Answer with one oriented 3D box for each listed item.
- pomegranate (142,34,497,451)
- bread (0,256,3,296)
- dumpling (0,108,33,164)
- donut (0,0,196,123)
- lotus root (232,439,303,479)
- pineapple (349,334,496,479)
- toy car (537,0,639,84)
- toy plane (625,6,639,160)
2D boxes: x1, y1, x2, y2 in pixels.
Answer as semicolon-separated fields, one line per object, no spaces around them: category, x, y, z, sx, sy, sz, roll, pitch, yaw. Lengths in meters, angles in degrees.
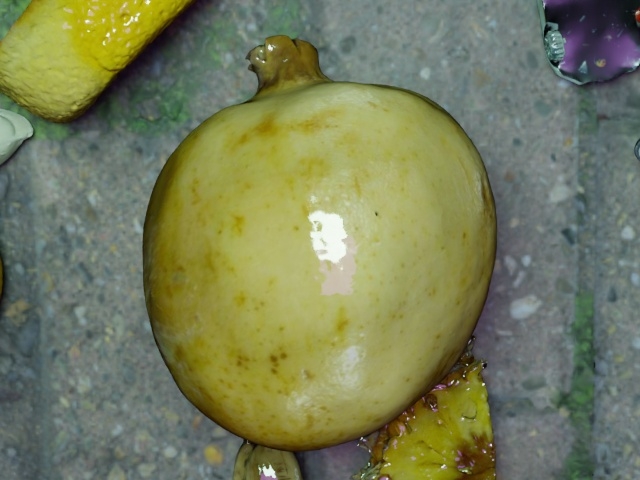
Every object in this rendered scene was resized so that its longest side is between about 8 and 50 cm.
pomegranate;-0.001;0.018;0.821;0.307;0.307;0.307;0;98;2
bread;-0.412;0.045;0.912;0.269;0.148;0.270;0;99;-2
dumpling;-0.296;-0.090;0.942;0.077;0.043;0.059;-36;74;10
donut;-0.175;-0.188;0.866;0.259;0.152;0.101;-41;102;9
lotus root;-0.043;0.235;0.967;0.072;0.063;0.152;5;105;39
pineapple;0.090;0.206;0.951;0.135;0.079;0.233;-5;98;5
toy car;0.217;-0.232;0.893;0.095;0.056;0.205;-14;100;4
toy plane;0.288;-0.105;0.877;0.077;0.126;0.194;-7;141;33
